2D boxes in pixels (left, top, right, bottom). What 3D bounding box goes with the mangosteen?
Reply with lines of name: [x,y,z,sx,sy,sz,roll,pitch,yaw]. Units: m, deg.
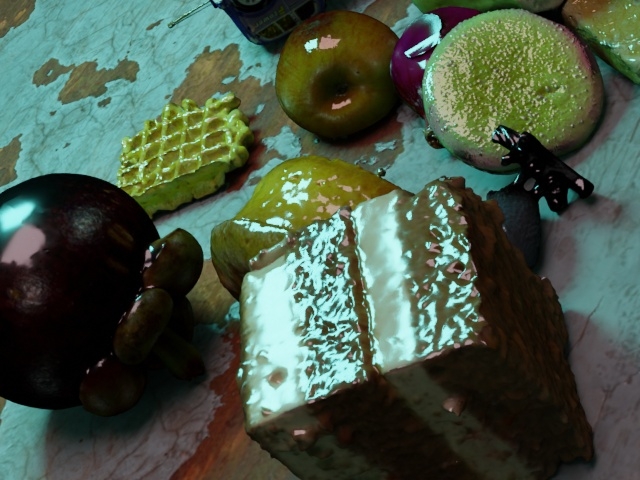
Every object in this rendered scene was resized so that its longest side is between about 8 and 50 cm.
mangosteen: [-0.299,0.077,1.796,0.347,0.307,0.307,20,59,15]

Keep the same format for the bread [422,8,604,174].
bread: [0.237,-0.189,1.754,0.228,0.033,0.228,-1,68,3]

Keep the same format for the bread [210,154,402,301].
bread: [0.000,0.000,1.710,0.340,0.179,0.194,13,58,45]

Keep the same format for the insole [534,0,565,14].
insole: [0.341,-0.331,1.949,0.135,0.002,0.045,-15,40,26]

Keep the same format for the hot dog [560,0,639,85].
hot dog: [0.382,-0.253,1.770,0.084,0.073,0.242,-35,31,1]

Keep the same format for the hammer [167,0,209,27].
hammer: [-0.214,-0.403,2.464,0.123,0.014,0.029,-28,28,13]

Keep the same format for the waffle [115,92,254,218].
waffle: [-0.202,-0.141,2.129,0.229,0.057,0.219,-22,38,17]

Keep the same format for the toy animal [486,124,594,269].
toy animal: [0.206,-0.019,1.644,0.210,0.121,0.117,-58,22,-18]

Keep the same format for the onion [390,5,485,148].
onion: [0.161,-0.218,1.859,0.173,0.135,0.198,-13,45,35]

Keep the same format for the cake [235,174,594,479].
cake: [0.091,0.124,1.446,0.290,0.255,0.282,-28,38,18]

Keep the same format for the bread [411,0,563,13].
bread: [0.238,-0.446,1.956,0.300,0.210,0.341,-43,22,-18]

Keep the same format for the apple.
apple: [0.025,-0.241,1.997,0.195,0.160,0.173,-18,18,13]

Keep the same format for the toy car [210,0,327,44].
toy car: [-0.060,-0.419,2.236,0.235,0.158,0.172,-29,38,7]
